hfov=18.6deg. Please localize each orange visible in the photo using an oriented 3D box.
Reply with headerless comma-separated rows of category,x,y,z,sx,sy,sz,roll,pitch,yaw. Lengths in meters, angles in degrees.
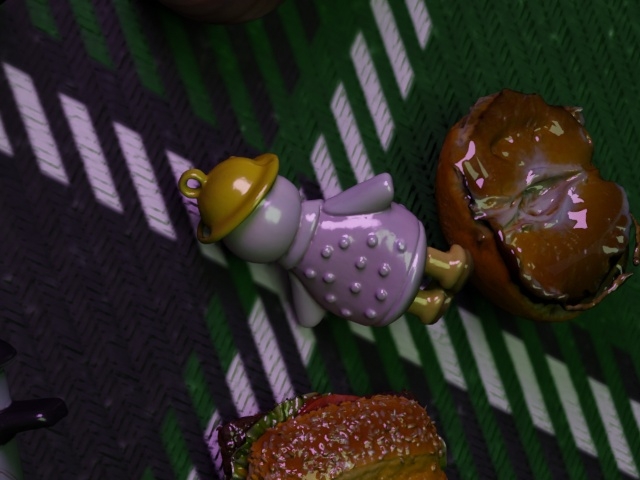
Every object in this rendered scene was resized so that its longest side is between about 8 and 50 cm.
orange,0.145,-0.019,1.378,0.160,0.112,0.170,30,48,-12

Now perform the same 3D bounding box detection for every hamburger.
hamburger,0.018,0.167,1.299,0.166,0.087,0.137,-9,89,-30

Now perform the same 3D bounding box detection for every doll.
doll,0.000,0.000,1.305,0.207,0.129,0.081,23,29,-15

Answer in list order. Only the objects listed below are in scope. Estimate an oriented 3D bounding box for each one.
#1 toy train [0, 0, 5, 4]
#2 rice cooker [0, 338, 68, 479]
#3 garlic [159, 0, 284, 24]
toy train,-0.282,-0.145,1.112,0.330,0.178,0.138,-41,86,-22
rice cooker,-0.272,0.141,1.054,0.280,0.241,0.227,-9,93,7
garlic,-0.023,-0.247,1.284,0.160,0.214,0.191,4,39,-45
